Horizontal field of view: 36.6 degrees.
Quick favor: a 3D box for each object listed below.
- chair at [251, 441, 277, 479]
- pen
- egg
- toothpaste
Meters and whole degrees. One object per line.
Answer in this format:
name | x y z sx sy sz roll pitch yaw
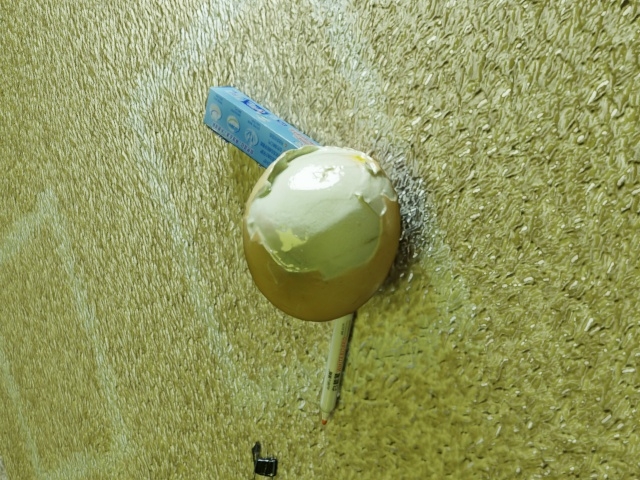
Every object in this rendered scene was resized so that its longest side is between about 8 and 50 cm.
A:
chair | -0.092 0.370 1.594 0.086 0.042 0.037 -100 17 -66
pen | 0.021 0.179 1.404 0.026 0.026 0.218 34 125 41
egg | 0.000 0.000 1.247 0.201 0.201 0.245 47 146 32
toothpaste | -0.074 -0.146 1.414 0.272 0.053 0.066 37 123 40
